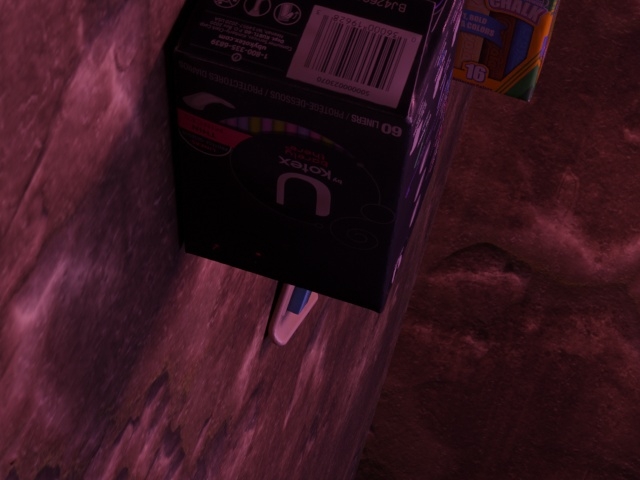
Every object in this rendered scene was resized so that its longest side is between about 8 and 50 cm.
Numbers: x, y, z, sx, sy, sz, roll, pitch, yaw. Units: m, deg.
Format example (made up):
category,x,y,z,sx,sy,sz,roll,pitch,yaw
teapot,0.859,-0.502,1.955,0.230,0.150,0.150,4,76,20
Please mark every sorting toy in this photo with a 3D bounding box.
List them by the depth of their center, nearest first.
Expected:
category,x,y,z,sx,sy,sz,roll,pitch,yaw
sorting toy,0.000,0.000,1.833,0.193,0.038,0.208,-51,157,-69

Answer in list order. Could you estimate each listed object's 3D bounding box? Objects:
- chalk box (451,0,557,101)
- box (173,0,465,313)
category,x,y,z,sx,sy,sz,roll,pitch,yaw
chalk box,0.264,-0.379,2.311,0.289,0.179,0.180,99,11,-49
box,-0.002,-0.086,1.138,0.270,0.165,0.143,93,16,-61
